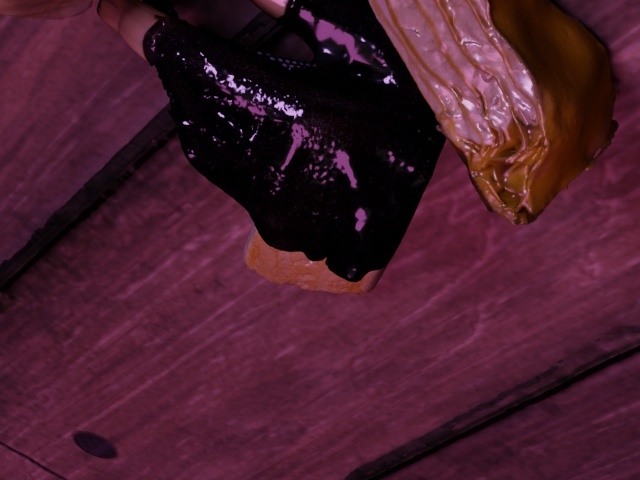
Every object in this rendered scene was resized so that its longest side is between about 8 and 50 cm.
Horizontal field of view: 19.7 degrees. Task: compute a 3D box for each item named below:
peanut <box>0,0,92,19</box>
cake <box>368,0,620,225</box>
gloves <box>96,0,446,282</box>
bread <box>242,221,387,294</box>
[{"bbox_3d":[-0.138,-0.203,0.765,0.130,0.130,0.290,13,145,14],"label":"peanut"},{"bbox_3d":[0.085,-0.108,0.847,0.080,0.116,0.185,-33,86,46],"label":"cake"},{"bbox_3d":[-0.032,-0.067,0.907,0.181,0.106,0.129,21,149,-4],"label":"gloves"},{"bbox_3d":[0.000,0.000,1.047,0.083,0.035,0.070,15,147,0],"label":"bread"}]
